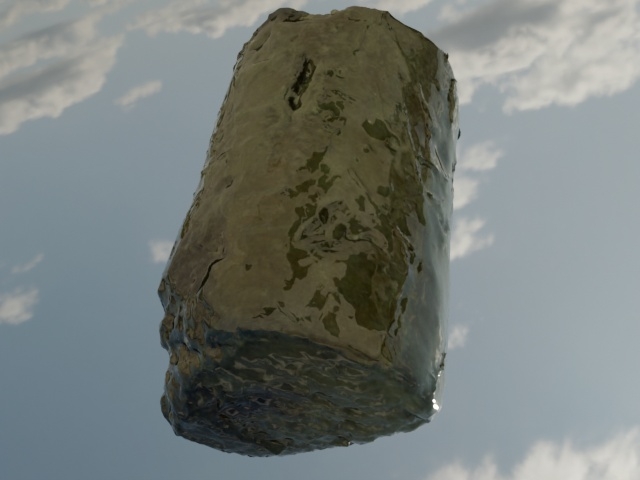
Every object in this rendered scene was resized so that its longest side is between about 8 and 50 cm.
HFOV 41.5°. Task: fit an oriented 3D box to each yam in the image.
[{"bbox_3d":[0.000,0.000,0.591,0.195,0.195,0.300,-7,-130,24],"label":"yam"}]
